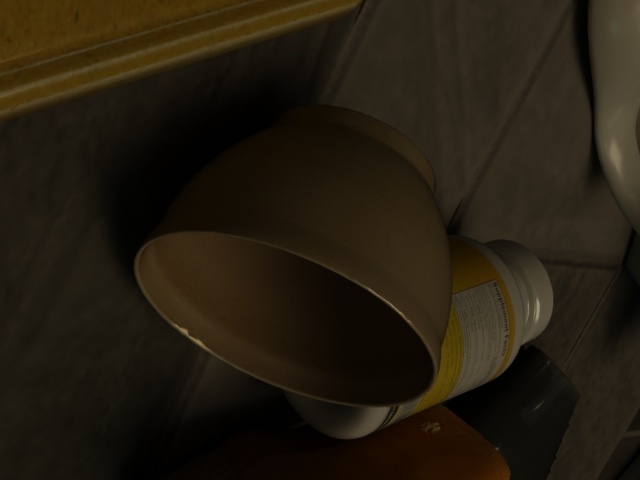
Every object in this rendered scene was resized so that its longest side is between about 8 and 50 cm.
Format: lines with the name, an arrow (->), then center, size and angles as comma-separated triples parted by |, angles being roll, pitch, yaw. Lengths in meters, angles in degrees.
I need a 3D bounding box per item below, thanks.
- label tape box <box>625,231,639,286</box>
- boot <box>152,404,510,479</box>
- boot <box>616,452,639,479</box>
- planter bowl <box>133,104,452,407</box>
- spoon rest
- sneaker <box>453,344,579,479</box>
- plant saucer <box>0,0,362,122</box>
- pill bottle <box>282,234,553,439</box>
label tape box -> 0.397, -0.040, 1.075 | 0.249, 0.115, 0.348 | -25, 140, -33
boot -> 0.034, 0.172, 0.694 | 0.211, 0.295, 0.104 | -17, 114, -29
boot -> 0.418, 0.280, 1.370 | 0.258, 0.123, 0.095 | -50, 146, -3
planter bowl -> 0.000, 0.000, 0.629 | 0.162, 0.162, 0.109 | 67, 41, -52
spoon rest -> 0.237, -0.121, 0.862 | 0.137, 0.084, 0.276 | -31, 127, -30
sneaker -> 0.181, 0.189, 1.051 | 0.118, 0.083, 0.222 | -43, 144, -14
plant saucer -> -0.077, -0.180, 0.427 | 0.332, 0.081, 0.333 | -24, 136, -34
pill bottle -> 0.065, 0.053, 0.778 | 0.184, 0.103, 0.103 | -16, 132, -42
